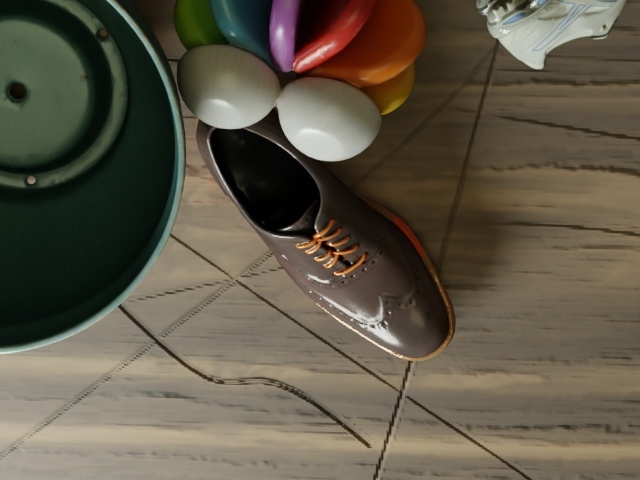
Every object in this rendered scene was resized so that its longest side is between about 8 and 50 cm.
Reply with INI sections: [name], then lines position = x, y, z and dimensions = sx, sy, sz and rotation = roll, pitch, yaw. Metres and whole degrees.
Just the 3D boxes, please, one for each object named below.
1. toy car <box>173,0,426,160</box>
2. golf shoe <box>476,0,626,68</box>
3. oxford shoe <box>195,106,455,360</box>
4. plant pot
[toy car]
position = -0.012, -0.157, 1.318
dimensions = 0.182, 0.159, 0.136
rotation = 18, 151, -3
[golf shoe]
position = 0.205, -0.194, 1.373
dimensions = 0.176, 0.069, 0.086
rotation = -30, 125, 14
[oxford shoe]
position = 0.000, 0.000, 1.413
dimensions = 0.097, 0.098, 0.271
rotation = -42, 102, 14
[plant pot]
position = -0.232, -0.089, 1.342
dimensions = 0.293, 0.196, 0.293
rotation = 1, 108, 2
